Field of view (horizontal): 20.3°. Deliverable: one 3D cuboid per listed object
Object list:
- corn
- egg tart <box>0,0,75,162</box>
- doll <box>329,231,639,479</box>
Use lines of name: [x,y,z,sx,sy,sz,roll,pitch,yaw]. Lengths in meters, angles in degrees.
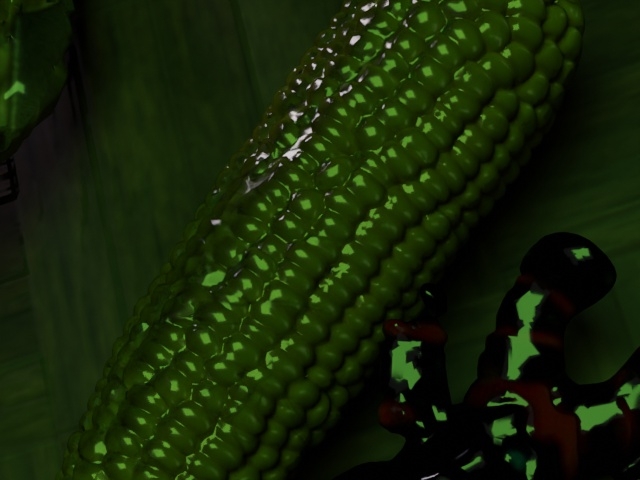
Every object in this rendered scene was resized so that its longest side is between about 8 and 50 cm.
corn: [0.000,0.000,0.706,0.101,0.101,0.310,33,84,27]
egg tart: [-0.259,-0.150,0.776,0.341,0.132,0.341,5,59,-8]
doll: [0.036,0.112,0.650,0.248,0.088,0.127,-43,63,-8]
